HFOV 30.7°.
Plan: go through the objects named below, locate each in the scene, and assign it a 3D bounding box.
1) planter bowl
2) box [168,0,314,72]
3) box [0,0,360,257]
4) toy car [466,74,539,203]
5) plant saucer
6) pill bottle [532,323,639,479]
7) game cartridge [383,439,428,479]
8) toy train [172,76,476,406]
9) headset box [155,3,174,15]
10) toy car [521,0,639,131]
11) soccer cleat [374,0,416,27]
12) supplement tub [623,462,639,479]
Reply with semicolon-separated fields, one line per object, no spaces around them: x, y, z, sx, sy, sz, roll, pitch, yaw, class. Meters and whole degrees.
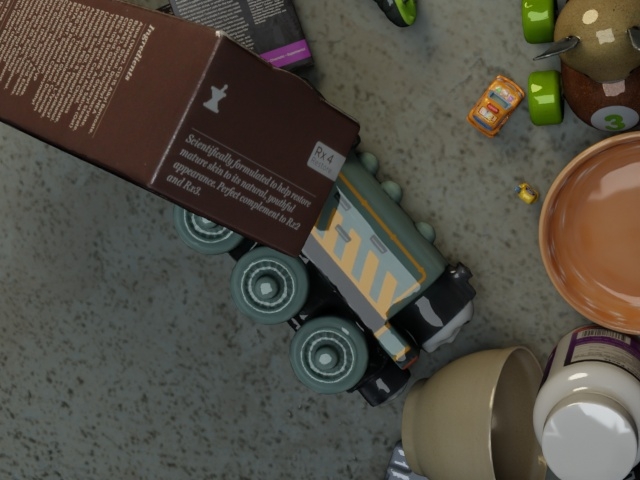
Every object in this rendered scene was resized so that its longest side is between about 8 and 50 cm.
0.145;0.183;1.129;0.109;0.162;0.162;-3;102;29;planter bowl
-0.087;-0.231;1.149;0.116;0.029;0.162;-19;97;-1;box
-0.173;-0.126;1.037;0.381;0.191;0.143;22;87;41;box
0.187;-0.095;1.110;0.060;0.040;0.122;-35;90;20;toy car
0.305;-0.009;1.085;0.200;0.037;0.200;4;109;12;plant saucer
0.252;0.152;1.064;0.108;0.193;0.108;4;103;16;pill bottle
0.128;0.375;1.228;0.198;0.062;0.297;20;107;7;game cartridge
0.000;0.000;1.143;0.190;0.142;0.334;-40;89;11;toy train
-0.140;-0.200;1.188;0.062;0.032;0.083;-18;97;19;headset box
0.247;-0.160;0.998;0.155;0.188;0.149;-3;101;17;toy car
0.033;-0.276;1.111;0.072;0.060;0.179;-29;86;30;soccer cleat
0.384;0.246;1.047;0.316;0.193;0.193;-34;91;20;supplement tub
